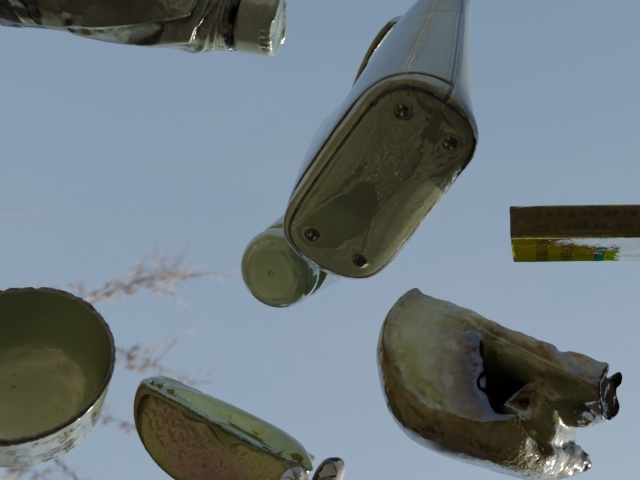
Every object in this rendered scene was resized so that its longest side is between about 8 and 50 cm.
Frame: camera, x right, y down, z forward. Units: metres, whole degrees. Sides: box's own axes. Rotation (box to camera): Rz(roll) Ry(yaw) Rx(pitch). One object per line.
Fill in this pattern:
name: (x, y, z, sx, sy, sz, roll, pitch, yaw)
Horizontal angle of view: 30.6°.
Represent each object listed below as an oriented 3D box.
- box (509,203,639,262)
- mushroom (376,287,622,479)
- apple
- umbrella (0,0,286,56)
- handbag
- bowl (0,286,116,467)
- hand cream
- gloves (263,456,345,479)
box: (0.252, -0.005, 0.951, 0.193, 0.121, 0.030, -1, -100, 10)
mushroom: (0.202, 0.216, 1.400, 0.292, 0.212, 0.217, 12, -48, 27)
apple: (-0.128, 0.275, 1.565, 0.265, 0.193, 0.120, 26, -88, 14)
umbrella: (-0.109, -0.118, 0.558, 0.188, 0.050, 0.046, 7, -71, 6)
handbag: (0.065, -0.115, 1.073, 0.109, 0.315, 0.241, 34, -62, -10)
bowl: (-0.325, 0.164, 1.283, 0.211, 0.211, 0.112, 28, -38, 23)
hand cream: (0.000, 0.000, 1.444, 0.093, 0.306, 0.147, -22, -85, 26)
gloves: (-0.061, 0.229, 0.828, 0.127, 0.212, 0.111, 106, -29, -74)
